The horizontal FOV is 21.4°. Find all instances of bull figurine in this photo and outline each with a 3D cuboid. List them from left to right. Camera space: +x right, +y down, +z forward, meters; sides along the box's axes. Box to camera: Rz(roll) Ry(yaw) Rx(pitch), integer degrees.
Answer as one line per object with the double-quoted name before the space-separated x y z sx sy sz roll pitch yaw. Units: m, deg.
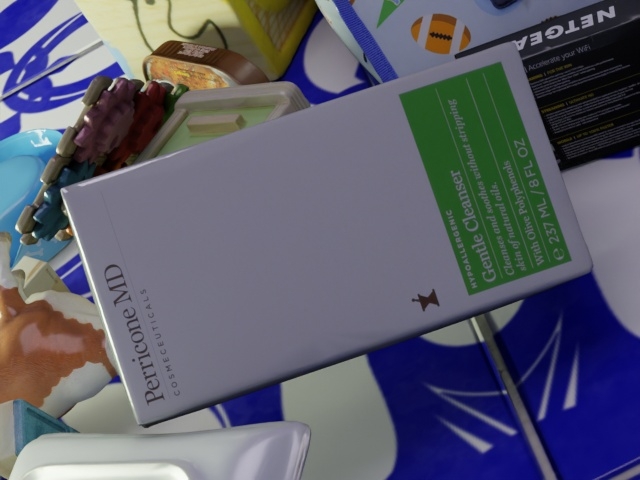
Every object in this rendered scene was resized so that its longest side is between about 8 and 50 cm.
"bull figurine" -0.285 0.116 1.540 0.310 0.101 0.188 -39 56 9

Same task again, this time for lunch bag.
"lunch bag" 0.146 -0.299 1.641 0.328 0.239 0.385 -31 51 3

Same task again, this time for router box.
"router box" 0.223 -0.131 1.463 0.179 0.133 0.046 -18 40 18

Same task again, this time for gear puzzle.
"gear puzzle" -0.175 -0.070 1.619 0.044 0.339 0.175 32 100 11

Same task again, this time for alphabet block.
"alphabet block" -0.131 -0.294 1.869 0.197 0.192 0.193 -5 47 35

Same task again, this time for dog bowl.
"dog bowl" -0.370 0.005 1.801 0.297 0.074 0.166 -42 37 -10

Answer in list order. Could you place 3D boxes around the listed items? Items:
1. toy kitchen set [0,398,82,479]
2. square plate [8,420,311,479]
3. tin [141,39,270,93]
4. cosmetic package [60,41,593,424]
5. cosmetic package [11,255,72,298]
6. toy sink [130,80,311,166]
"toy kitchen set" -0.177 0.231 1.395 0.166 0.122 0.207 -19 59 18
"square plate" -0.170 0.287 1.181 0.347 0.049 0.344 -10 57 49
"tin" -0.112 -0.156 1.766 0.189 0.106 0.040 17 51 45
"cosmetic package" 0.000 0.000 1.326 0.365 0.197 0.155 -20 -4 -8
"cosmetic package" -0.303 0.078 1.680 0.041 0.060 0.115 13 58 43
"toy sink" -0.072 -0.058 1.533 0.153 0.131 0.234 1 44 43
